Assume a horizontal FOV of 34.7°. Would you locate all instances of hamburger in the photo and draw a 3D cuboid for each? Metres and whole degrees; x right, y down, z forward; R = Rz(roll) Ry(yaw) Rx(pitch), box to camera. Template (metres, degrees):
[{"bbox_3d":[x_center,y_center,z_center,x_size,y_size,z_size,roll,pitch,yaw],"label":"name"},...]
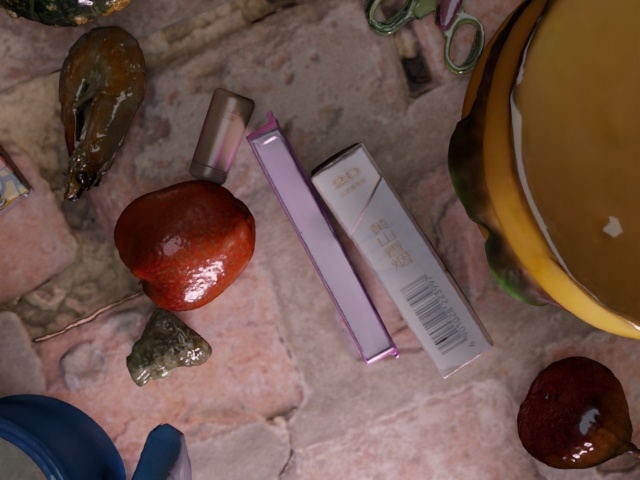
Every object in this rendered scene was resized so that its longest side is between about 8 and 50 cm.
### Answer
[{"bbox_3d":[0.317,-0.084,0.949,0.395,0.277,0.396,0,92,0],"label":"hamburger"}]

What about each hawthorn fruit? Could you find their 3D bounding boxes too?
[{"bbox_3d":[-0.133,-0.001,1.037,0.138,0.133,0.133,-34,94,-6],"label":"hawthorn fruit"}]

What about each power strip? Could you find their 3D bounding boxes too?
[{"bbox_3d":[0.000,0.000,1.045,0.037,0.109,0.279,-28,95,0],"label":"power strip"}]

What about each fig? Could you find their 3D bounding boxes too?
[{"bbox_3d":[0.278,0.181,1.078,0.119,0.153,0.119,-6,82,41],"label":"fig"}]

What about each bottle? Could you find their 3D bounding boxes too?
[{"bbox_3d":[-0.104,-0.108,1.068,0.045,0.045,0.096,20,96,-1],"label":"bottle"}]

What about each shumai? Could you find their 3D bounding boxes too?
[{"bbox_3d":[-0.166,0.120,1.072,0.082,0.083,0.080,27,72,34],"label":"shumai"}]

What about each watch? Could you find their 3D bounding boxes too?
[{"bbox_3d":[-0.292,0.265,1.028,0.274,0.241,0.305,36,95,11],"label":"watch"}]

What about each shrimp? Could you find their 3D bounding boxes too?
[{"bbox_3d":[-0.237,-0.131,1.073,0.101,0.042,0.190,18,96,19],"label":"shrimp"}]

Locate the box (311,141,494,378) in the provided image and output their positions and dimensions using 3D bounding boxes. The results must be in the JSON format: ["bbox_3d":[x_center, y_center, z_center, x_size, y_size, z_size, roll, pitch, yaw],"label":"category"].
[{"bbox_3d":[0.077,0.012,1.025,0.067,0.149,0.233,-34,94,1],"label":"box"}]

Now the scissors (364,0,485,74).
[{"bbox_3d":[0.140,-0.278,1.063,0.133,0.020,0.187,29,96,2],"label":"scissors"}]

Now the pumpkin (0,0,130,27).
[{"bbox_3d":[-0.251,-0.303,1.002,0.190,0.146,0.190,2,118,4],"label":"pumpkin"}]

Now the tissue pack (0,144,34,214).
[{"bbox_3d":[-0.352,-0.069,1.080,0.063,0.035,0.083,-35,92,4],"label":"tissue pack"}]
